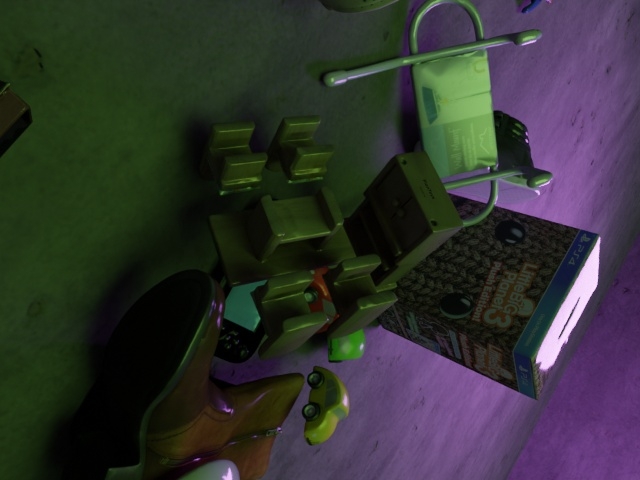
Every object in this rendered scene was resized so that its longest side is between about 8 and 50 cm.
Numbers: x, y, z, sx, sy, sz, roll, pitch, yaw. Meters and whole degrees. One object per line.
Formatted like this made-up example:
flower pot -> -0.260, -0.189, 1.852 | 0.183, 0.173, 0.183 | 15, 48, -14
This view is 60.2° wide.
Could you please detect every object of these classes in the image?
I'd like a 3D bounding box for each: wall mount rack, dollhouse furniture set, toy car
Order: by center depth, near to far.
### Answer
dollhouse furniture set -> 0.000, 0.000, 0.596 | 0.242, 0.212, 0.161 | -11, 158, -28
wall mount rack -> 0.162, -0.158, 0.778 | 0.304, 0.130, 0.350 | -14, 109, -4
toy car -> 0.027, 0.147, 0.781 | 0.225, 0.053, 0.239 | 14, 76, -75

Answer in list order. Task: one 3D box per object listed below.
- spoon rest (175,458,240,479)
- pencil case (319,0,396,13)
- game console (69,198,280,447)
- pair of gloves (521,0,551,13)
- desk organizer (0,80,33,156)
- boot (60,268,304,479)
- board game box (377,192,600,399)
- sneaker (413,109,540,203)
spoon rest -> -0.184, 0.305, 0.505 | 0.276, 0.084, 0.137 | -35, 145, -35
pencil case -> 0.009, -0.415, 0.452 | 0.183, 0.160, 0.410 | -40, 137, -9
game console -> -0.124, 0.113, 0.646 | 0.213, 0.044, 0.361 | 40, 74, -52
pair of gloves -> 0.406, -0.522, 1.019 | 0.159, 0.023, 0.198 | -14, 117, -46
desk organizer -> -0.257, -0.051, 0.394 | 0.130, 0.047, 0.050 | -56, 144, -16
boot -> -0.096, 0.166, 0.594 | 0.280, 0.096, 0.264 | 17, 94, -54
board game box -> 0.260, 0.073, 0.902 | 0.232, 0.291, 0.141 | -53, 141, -21
sneaker -> 0.270, -0.166, 0.974 | 0.296, 0.104, 0.146 | 13, 66, -34
